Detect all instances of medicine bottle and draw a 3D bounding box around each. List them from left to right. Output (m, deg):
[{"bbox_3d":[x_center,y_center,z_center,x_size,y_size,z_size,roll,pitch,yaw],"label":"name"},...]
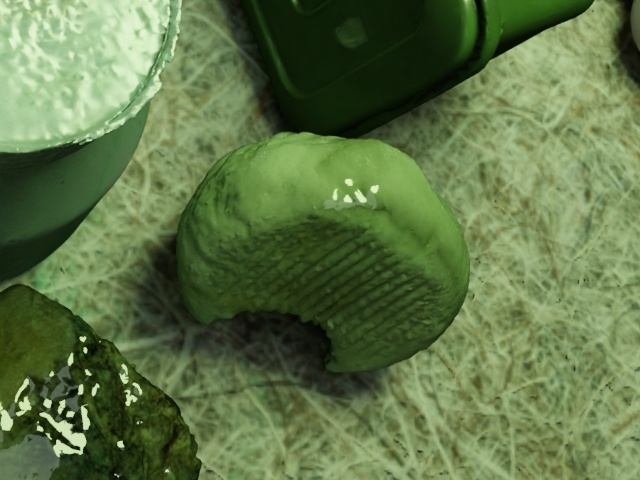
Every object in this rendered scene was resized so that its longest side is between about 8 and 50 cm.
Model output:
[{"bbox_3d":[-0.219,-0.110,0.992,0.245,0.290,0.245,6,75,-21],"label":"medicine bottle"}]

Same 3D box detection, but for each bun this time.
[{"bbox_3d":[0.000,0.000,1.140,0.212,0.204,0.126,51,30,-41],"label":"bun"}]

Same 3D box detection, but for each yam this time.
[{"bbox_3d":[-0.230,0.176,0.968,0.300,0.195,0.195,-41,94,-25],"label":"yam"}]

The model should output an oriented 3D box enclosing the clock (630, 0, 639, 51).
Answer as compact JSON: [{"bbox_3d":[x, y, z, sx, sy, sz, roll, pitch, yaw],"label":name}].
[{"bbox_3d":[0.365,-0.305,1.380,0.295,0.113,0.322,-2,83,-29],"label":"clock"}]

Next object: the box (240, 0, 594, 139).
[{"bbox_3d":[0.048,-0.256,1.177,0.178,0.253,0.329,-16,86,-38],"label":"box"}]
